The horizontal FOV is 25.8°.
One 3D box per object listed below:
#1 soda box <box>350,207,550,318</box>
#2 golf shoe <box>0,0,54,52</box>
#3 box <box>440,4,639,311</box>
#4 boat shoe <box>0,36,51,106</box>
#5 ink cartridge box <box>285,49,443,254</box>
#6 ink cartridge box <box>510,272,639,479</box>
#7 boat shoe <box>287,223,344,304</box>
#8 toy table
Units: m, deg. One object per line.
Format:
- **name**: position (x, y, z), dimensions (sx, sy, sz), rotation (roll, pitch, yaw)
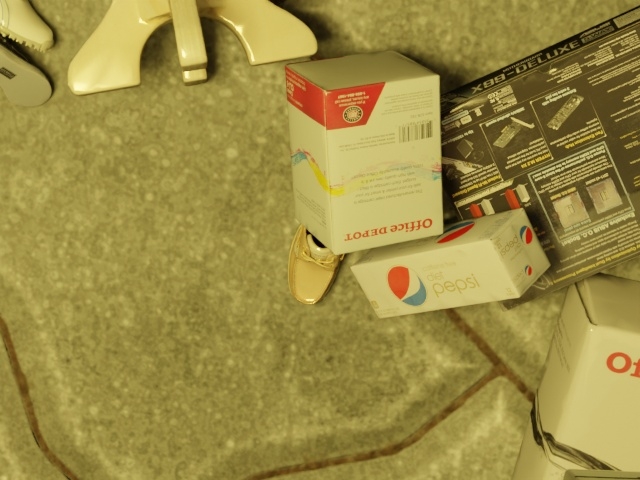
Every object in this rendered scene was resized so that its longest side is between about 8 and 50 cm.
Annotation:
- **soda box**: position (0.137, 0.028, 1.514), dimensions (0.216, 0.069, 0.074), rotation (-12, 111, 49)
- **golf shoe**: position (-0.345, -0.280, 1.502), dimensions (0.176, 0.069, 0.086), rotation (41, 100, -12)
- **box**: position (0.287, -0.092, 1.520), dimensions (0.307, 0.076, 0.242), rotation (-24, 106, 12)
- **boat shoe**: position (-0.337, -0.190, 1.511), dimensions (0.049, 0.142, 0.040), rotation (-28, 65, 8)
- **ink cartridge box**: position (0.045, -0.093, 1.453), dimensions (0.128, 0.127, 0.176), rotation (-10, 112, -18)
- **ink cartridge box**: position (0.380, 0.266, 1.591), dimensions (0.285, 0.166, 0.395), rotation (12, 109, -1)
- **boat shoe**: position (0.000, 0.000, 1.578), dimensions (0.063, 0.059, 0.170), rotation (15, 109, -1)
- **toy table**: position (-0.145, -0.245, 1.424), dimensions (0.274, 0.252, 0.161), rotation (-9, 92, 7)
